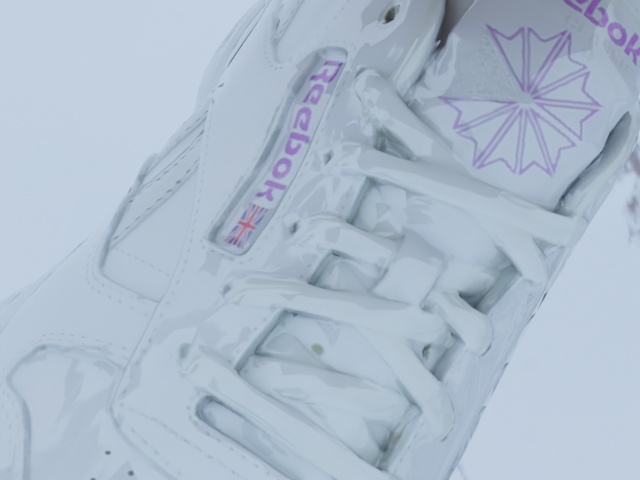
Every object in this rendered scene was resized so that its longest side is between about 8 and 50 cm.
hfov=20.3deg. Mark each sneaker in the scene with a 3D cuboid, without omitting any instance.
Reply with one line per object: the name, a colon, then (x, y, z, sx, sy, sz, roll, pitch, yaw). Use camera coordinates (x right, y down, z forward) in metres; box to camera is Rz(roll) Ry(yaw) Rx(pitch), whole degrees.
sneaker: (0.000, 0.000, 0.431, 0.114, 0.305, 0.152, 34, -39, -13)
